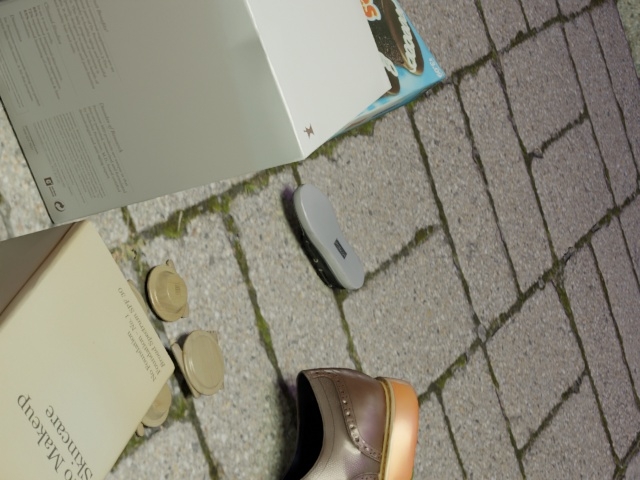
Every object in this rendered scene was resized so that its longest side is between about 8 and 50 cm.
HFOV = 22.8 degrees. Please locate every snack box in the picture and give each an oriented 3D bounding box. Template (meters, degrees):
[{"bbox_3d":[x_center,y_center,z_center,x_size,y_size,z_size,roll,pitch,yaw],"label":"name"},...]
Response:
[{"bbox_3d":[-0.020,-0.268,1.632,0.187,0.060,0.322,-29,86,-50],"label":"snack box"}]

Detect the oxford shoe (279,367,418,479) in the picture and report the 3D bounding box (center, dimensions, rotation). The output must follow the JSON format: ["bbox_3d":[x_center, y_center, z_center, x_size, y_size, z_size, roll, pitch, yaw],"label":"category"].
[{"bbox_3d":[0.002,0.304,1.574,0.133,0.130,0.363,16,67,-21],"label":"oxford shoe"}]

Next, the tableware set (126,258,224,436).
[{"bbox_3d":[-0.147,0.093,1.464,0.169,0.020,0.141,-27,99,-59],"label":"tableware set"}]

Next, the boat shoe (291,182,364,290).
[{"bbox_3d":[0.000,0.000,1.740,0.142,0.040,0.049,60,42,-26],"label":"boat shoe"}]

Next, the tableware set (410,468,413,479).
[{"bbox_3d":[0.073,0.287,1.763,0.154,0.024,0.104,2,76,-60],"label":"tableware set"}]

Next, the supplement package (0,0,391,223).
[{"bbox_3d":[-0.117,-0.162,1.373,0.198,0.263,0.199,-43,116,-57],"label":"supplement package"}]

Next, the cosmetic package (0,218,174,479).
[{"bbox_3d":[-0.243,0.137,1.184,0.160,0.113,0.309,62,31,-24],"label":"cosmetic package"}]
